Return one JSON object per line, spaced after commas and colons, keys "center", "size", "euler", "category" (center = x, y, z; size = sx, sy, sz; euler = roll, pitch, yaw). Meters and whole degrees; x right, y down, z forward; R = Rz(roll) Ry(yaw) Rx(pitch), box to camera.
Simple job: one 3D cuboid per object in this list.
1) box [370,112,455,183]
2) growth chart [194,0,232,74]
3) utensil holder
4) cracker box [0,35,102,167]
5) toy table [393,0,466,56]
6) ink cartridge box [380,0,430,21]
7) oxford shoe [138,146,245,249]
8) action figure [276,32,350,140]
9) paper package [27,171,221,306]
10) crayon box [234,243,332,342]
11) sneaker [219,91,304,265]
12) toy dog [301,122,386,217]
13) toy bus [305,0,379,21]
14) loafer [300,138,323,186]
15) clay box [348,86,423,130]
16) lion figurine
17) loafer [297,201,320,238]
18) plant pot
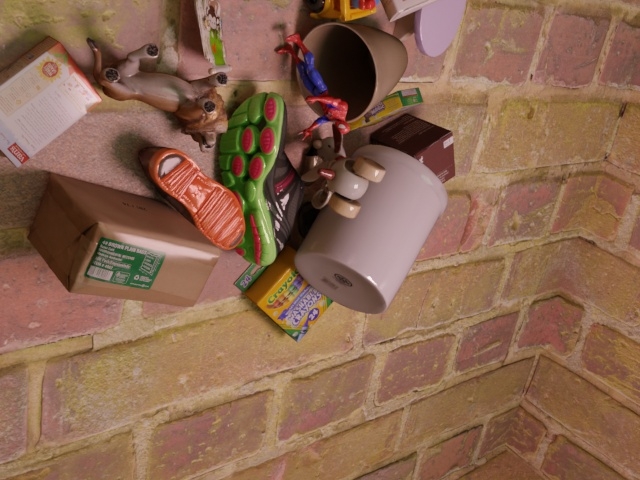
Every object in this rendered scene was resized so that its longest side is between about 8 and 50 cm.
{"center": [0.289, -0.266, 2.140], "size": [0.168, 0.203, 0.167], "euler": [-32, 133, -23], "category": "box"}
{"center": [-0.249, -0.493, 1.567], "size": [0.172, 0.021, 0.238], "euler": [-70, 154, -63], "category": "growth chart"}
{"center": [0.145, -0.027, 1.988], "size": [0.386, 0.327, 0.328], "euler": [-59, 141, -24], "category": "utensil holder"}
{"center": [-0.595, -0.287, 1.415], "size": [0.232, 0.067, 0.156], "euler": [-44, 135, -15], "category": "cracker box"}
{"center": [0.291, -0.675, 1.927], "size": [0.252, 0.160, 0.275], "euler": [7, 109, -44], "category": "toy table"}
{"center": [0.219, -0.726, 1.733], "size": [0.198, 0.115, 0.273], "euler": [-25, 97, -4], "category": "ink cartridge box"}
{"center": [-0.317, -0.113, 1.725], "size": [0.130, 0.132, 0.364], "euler": [-50, 134, -16], "category": "oxford shoe"}
{"center": [-0.034, -0.374, 1.737], "size": [0.139, 0.280, 0.091], "euler": [-36, 179, -29], "category": "action figure"}
{"center": [-0.443, 0.003, 1.550], "size": [0.324, 0.309, 0.168], "euler": [16, 103, -45], "category": "paper package"}
{"center": [-0.099, 0.157, 2.127], "size": [0.203, 0.083, 0.323], "euler": [-49, 137, -9], "category": "crayon box"}
{"center": [-0.150, -0.172, 1.849], "size": [0.202, 0.185, 0.483], "euler": [-36, 139, -51], "category": "sneaker"}
{"center": [0.027, -0.193, 1.800], "size": [0.160, 0.333, 0.220], "euler": [23, 89, -28], "category": "toy dog"}
{"center": [0.070, -0.656, 1.699], "size": [0.149, 0.211, 0.220], "euler": [-24, 127, -28], "category": "toy bus"}
{"center": [-0.025, -0.230, 1.986], "size": [0.050, 0.056, 0.148], "euler": [22, 89, -46], "category": "loafer"}
{"center": [0.172, -0.375, 1.981], "size": [0.127, 0.222, 0.053], "euler": [-23, 95, -50], "category": "clay box"}
{"center": [-0.363, -0.334, 1.538], "size": [0.392, 0.240, 0.142], "euler": [23, 77, -31], "category": "lion figurine"}
{"center": [0.000, 0.000, 2.121], "size": [0.096, 0.084, 0.268], "euler": [-33, 133, -22], "category": "loafer"}
{"center": [0.117, -0.474, 1.853], "size": [0.274, 0.256, 0.257], "euler": [-31, 134, -46], "category": "plant pot"}
